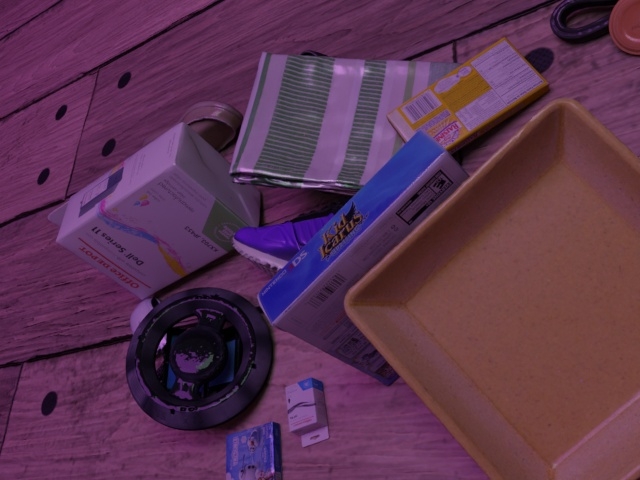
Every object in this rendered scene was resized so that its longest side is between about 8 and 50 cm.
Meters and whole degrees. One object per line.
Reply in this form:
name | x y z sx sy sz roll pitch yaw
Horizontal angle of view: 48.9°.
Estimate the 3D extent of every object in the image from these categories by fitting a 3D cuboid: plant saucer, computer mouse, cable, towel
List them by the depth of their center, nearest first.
plant saucer | 0.251 0.078 0.750 0.333 0.081 0.333 -44 76 10
plant saucer | 0.414 -0.282 0.905 0.084 0.013 0.083 13 111 37
cable | 0.453 -0.322 0.920 0.287 0.072 0.139 -29 70 39
towel | 0.040 -0.180 1.072 0.325 0.038 0.247 6 68 13
computer mouse | -0.299 0.169 1.237 0.106 0.042 0.193 -46 46 10

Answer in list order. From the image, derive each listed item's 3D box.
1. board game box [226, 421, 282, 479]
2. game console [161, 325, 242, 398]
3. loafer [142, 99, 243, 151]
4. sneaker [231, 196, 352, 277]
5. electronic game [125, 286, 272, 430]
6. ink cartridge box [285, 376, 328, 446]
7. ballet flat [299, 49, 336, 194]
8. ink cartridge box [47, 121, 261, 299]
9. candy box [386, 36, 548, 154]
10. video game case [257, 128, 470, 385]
board game box | -0.097 0.315 1.008 0.090 0.020 0.090 -24 53 28
game console | -0.185 0.192 1.112 0.107 0.071 0.122 -20 56 30
loafer | -0.251 -0.183 1.364 0.269 0.102 0.092 -21 55 40
sneaker | 0.001 0.000 1.061 0.293 0.102 0.146 15 72 38
electronic game | -0.187 0.178 1.085 0.229 0.048 0.229 -3 61 5
ink cartridge box | -0.019 0.240 0.982 0.048 0.028 0.083 -27 52 25
ballet flat | -0.010 -0.206 1.178 0.095 0.096 0.280 -24 53 28
ink cartridge box | -0.302 -0.026 1.225 0.354 0.207 0.119 -28 40 25
candy box | 0.207 -0.196 1.002 0.206 0.027 0.105 -33 65 4
video game case | 0.099 0.036 0.851 0.269 0.244 0.061 -45 43 10
